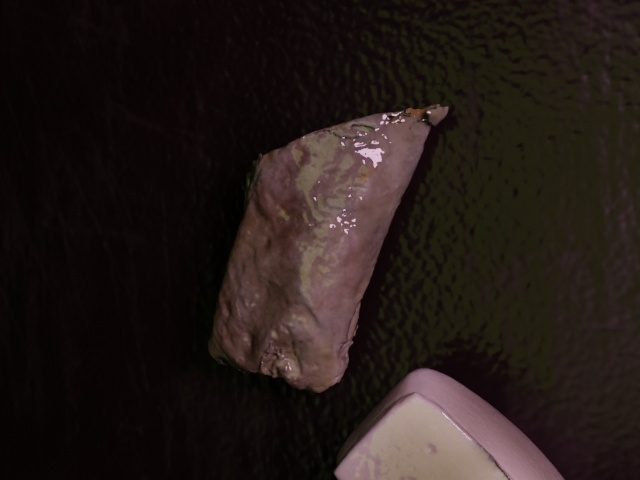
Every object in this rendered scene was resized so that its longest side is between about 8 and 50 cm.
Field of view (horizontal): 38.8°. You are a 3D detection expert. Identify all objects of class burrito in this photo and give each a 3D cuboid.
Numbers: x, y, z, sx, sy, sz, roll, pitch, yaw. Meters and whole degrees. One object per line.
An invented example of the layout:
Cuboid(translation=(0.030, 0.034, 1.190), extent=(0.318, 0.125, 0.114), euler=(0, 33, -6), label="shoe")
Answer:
Cuboid(translation=(-0.012, -0.006, 0.949), extent=(0.175, 0.107, 0.348), euler=(22, 101, 5), label="burrito")

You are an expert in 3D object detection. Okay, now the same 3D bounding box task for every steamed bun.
Cuboid(translation=(0.141, 0.243, 0.863), extent=(0.241, 0.164, 0.146), euler=(46, 104, 15), label="steamed bun")
